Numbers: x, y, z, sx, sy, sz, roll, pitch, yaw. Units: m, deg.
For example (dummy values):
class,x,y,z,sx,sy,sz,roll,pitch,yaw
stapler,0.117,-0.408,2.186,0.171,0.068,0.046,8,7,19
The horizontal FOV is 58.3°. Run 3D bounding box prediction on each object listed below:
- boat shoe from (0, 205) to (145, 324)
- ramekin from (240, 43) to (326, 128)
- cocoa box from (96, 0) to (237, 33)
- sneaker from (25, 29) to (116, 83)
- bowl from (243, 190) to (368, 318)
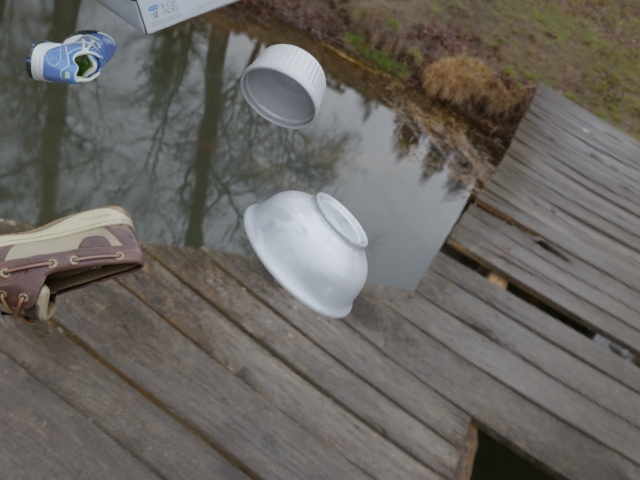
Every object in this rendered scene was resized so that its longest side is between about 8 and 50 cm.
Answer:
class,x,y,z,sx,sy,sz,roll,pitch,yaw
boat shoe,-0.431,0.062,0.846,0.341,0.123,0.123,-21,71,-22
ramekin,-0.084,-0.388,1.428,0.207,0.207,0.109,26,64,-4
cocoa box,-0.328,-0.568,1.051,0.231,0.228,0.347,-31,49,-23
sneaker,-0.407,-0.307,0.988,0.081,0.080,0.211,18,33,4
bowl,0.000,0.000,1.145,0.298,0.134,0.298,41,20,-19
